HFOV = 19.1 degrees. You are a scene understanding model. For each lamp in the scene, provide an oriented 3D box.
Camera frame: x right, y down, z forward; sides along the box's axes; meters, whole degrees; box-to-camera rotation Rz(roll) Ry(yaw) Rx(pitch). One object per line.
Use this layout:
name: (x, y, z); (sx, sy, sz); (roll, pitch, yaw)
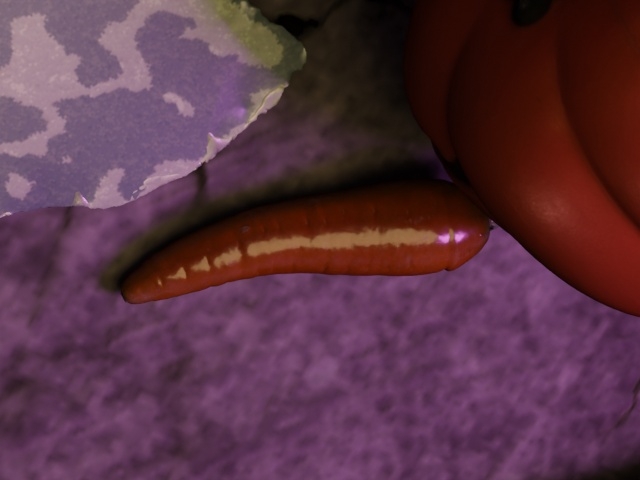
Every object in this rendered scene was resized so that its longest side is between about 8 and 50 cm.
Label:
lamp: (0.125, -0.064, 0.601); (0.164, 0.187, 0.188); (35, 94, -34)

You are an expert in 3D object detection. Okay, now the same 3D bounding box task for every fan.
fan: (-0.116, -0.070, 0.591); (0.240, 0.009, 0.131); (16, 104, -28)

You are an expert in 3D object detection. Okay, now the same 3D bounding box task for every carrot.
carrot: (0.000, 0.000, 0.660); (0.142, 0.035, 0.035); (-8, 114, -13)
